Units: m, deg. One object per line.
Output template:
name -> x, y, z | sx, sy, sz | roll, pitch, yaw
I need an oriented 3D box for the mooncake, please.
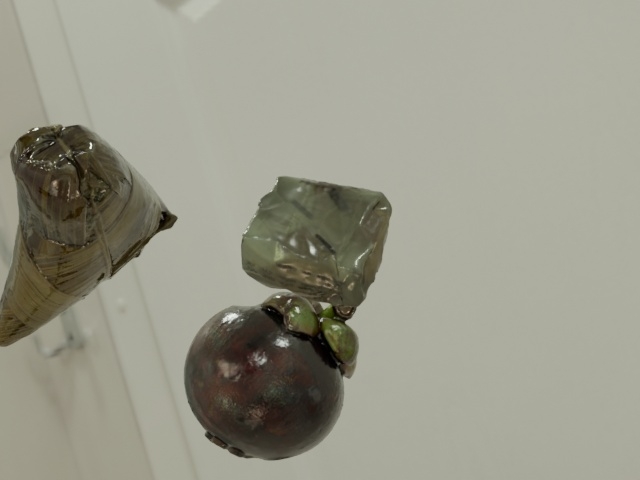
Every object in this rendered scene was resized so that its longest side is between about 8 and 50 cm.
mooncake -> 0.000, 0.000, 1.120 | 0.125, 0.073, 0.130 | 17, 46, 10

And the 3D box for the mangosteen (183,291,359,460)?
mangosteen -> -0.084, 0.230, 2.063 | 0.311, 0.311, 0.311 | -17, -4, -1

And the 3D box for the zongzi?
zongzi -> -0.334, 0.006, 1.431 | 0.288, 0.134, 0.286 | -43, -18, -4
